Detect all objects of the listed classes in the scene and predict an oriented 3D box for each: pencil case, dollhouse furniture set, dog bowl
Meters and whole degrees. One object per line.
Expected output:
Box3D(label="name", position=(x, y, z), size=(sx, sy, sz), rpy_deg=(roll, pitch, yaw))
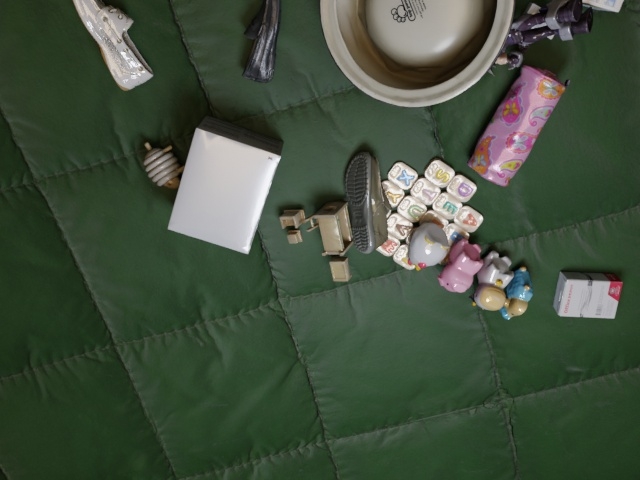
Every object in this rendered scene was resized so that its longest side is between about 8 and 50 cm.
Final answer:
Box3D(label="pencil case", position=(0.461, -0.271, 1.586), size=(0.124, 0.124, 0.284), rpy_deg=(23, 109, -9))
Box3D(label="dollhouse furniture set", position=(0.000, 0.000, 1.722), size=(0.161, 0.101, 0.182), rpy_deg=(0, 115, 26))
Box3D(label="dog bowl", position=(0.212, -0.493, 1.413), size=(0.408, 0.150, 0.408), rpy_deg=(8, 110, 22))

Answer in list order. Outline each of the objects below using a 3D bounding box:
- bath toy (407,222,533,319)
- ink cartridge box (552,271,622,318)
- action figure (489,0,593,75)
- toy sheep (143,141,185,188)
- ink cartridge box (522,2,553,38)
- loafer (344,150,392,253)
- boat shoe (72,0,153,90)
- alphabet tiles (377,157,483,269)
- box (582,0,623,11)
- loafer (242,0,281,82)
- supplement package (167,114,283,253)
Box3D(label="bath toy", position=(0.366, 0.083, 1.712), size=(0.348, 0.151, 0.129), rpy_deg=(26, 134, -13))
Box3D(label="ink cartridge box", position=(0.704, 0.143, 1.781), size=(0.150, 0.063, 0.109), rpy_deg=(3, 112, -1))
Box3D(label="action figure", position=(0.440, -0.461, 1.484), size=(0.285, 0.099, 0.185), rpy_deg=(-5, 149, 37))
Box3D(label="toy sheep", position=(-0.383, -0.182, 1.633), size=(0.091, 0.091, 0.132), rpy_deg=(-33, 95, 12))
Box3D(label="ink cartridge box", position=(0.503, -0.501, 1.539), size=(0.083, 0.028, 0.048), rpy_deg=(26, 109, -10))
Box3D(label="loafer", position=(0.123, -0.096, 1.668), size=(0.087, 0.094, 0.251), rpy_deg=(-10, 103, -36))
Box3D(label="boat shoe", position=(-0.464, -0.479, 1.508), size=(0.096, 0.098, 0.277), rpy_deg=(-21, 120, 7))
Box3D(label="alphabet tiles", position=(0.260, -0.064, 1.718), size=(0.278, 0.021, 0.284), rpy_deg=(32, 108, -13))
Box3D(label="box", position=(0.555, -0.576, 1.464), size=(0.203, 0.114, 0.103), rpy_deg=(14, 111, -5))
Box3D(label="loafer", position=(-0.133, -0.469, 1.521), size=(0.078, 0.076, 0.223), rpy_deg=(5, 116, -11))
Box3D(label="supplement package", position=(-0.226, -0.135, 1.618), size=(0.204, 0.145, 0.262), rpy_deg=(18, 110, -8))
